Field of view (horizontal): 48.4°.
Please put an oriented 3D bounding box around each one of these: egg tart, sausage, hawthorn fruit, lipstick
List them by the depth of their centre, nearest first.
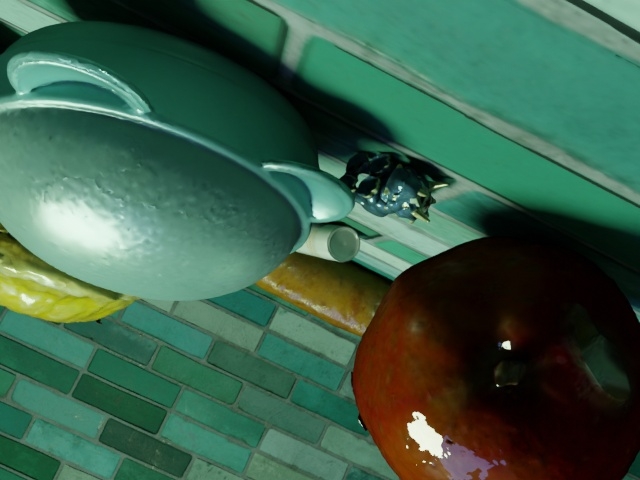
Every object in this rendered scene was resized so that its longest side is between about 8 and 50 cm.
[{"bbox_3d":[0.108,0.084,0.427,0.185,0.185,0.202,24,173,13],"label":"hawthorn fruit"},{"bbox_3d":[0.000,0.000,0.809,0.040,0.040,0.141,28,174,-19],"label":"lipstick"},{"bbox_3d":[-0.328,-0.021,0.882,0.388,0.169,0.388,27,-163,-9],"label":"egg tart"},{"bbox_3d":[-0.002,0.062,1.056,0.270,0.109,0.109,28,173,-14],"label":"sausage"}]

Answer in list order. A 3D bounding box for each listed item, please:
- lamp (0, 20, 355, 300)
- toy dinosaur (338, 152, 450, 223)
[{"bbox_3d":[-0.118,-0.040,0.462,0.209,0.147,0.284,26,175,-26],"label":"lamp"},{"bbox_3d":[0.043,-0.030,0.438,0.047,0.031,0.083,31,172,-26],"label":"toy dinosaur"}]
